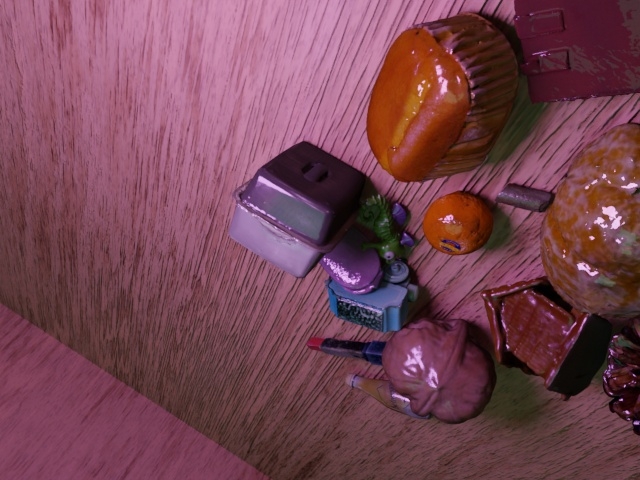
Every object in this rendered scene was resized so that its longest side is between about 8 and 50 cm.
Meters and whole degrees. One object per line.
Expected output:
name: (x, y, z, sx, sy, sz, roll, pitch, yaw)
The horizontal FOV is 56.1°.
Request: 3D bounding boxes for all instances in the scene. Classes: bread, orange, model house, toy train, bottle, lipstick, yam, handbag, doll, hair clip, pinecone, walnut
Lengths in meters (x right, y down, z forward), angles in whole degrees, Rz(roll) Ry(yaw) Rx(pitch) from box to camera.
bread: (0.182, -0.215, 0.983, 0.204, 0.156, 0.288, 56, 151, 20)
orange: (0.502, 0.002, 0.982, 0.270, 0.210, 0.369, 25, 137, 15)
model house: (0.455, 0.185, 1.241, 0.229, 0.199, 0.220, 43, 110, 40)
toy train: (0.119, 0.120, 1.391, 0.203, 0.163, 0.112, 13, 137, 24)
bottle: (0.195, 0.437, 1.715, 0.269, 0.083, 0.083, 12, 135, 27)
lipstick: (0.096, 0.305, 1.681, 0.312, 0.051, 0.051, 1, 131, 37)
orange: (0.270, -0.035, 1.172, 0.135, 0.118, 0.136, 25, 154, 13)
yam: (0.375, -0.080, 1.110, 0.094, 0.043, 0.043, 19, 138, 21)
handbag: (0.403, -0.323, 0.819, 0.275, 0.084, 0.260, -1, 129, 36)
doll: (0.135, -0.023, 1.286, 0.050, 0.115, 0.190, 53, 167, 52)
hair clip: (0.001, -0.002, 1.390, 0.358, 0.110, 0.096, 29, 137, 27)
pinecone: (0.668, 0.260, 1.091, 0.295, 0.242, 0.298, 23, 126, 0)
walnut: (0.274, 0.293, 1.382, 0.227, 0.273, 0.273, -36, 110, 8)

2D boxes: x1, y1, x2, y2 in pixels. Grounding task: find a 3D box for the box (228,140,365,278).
box: (-0.039, -0.072, 1.216, 0.220, 0.290, 0.166, 30, 120, 5)
